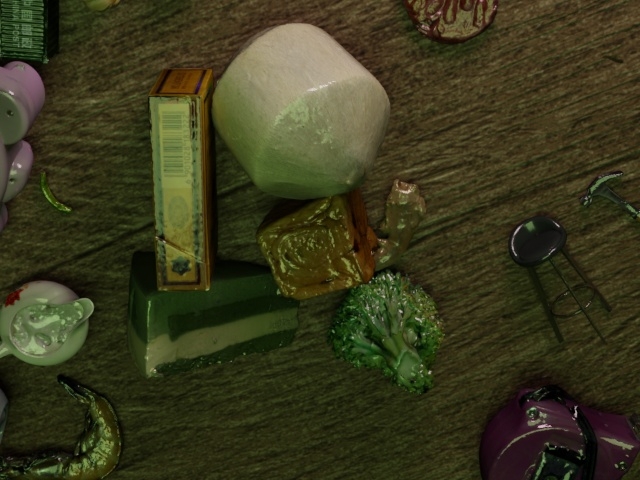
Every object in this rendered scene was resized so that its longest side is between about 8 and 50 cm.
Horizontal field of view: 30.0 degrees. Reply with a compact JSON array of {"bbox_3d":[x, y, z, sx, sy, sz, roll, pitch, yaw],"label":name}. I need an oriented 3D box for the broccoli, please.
[{"bbox_3d":[0.117,0.167,1.906,0.194,0.194,0.220,-30,113,10],"label":"broccoli"}]

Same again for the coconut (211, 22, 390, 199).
[{"bbox_3d":[-0.023,-0.174,1.739,0.266,0.237,0.237,46,108,30],"label":"coconut"}]

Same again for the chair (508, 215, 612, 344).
[{"bbox_3d":[0.391,0.068,1.921,0.104,0.095,0.221,-35,106,-1],"label":"chair"}]

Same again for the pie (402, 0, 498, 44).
[{"bbox_3d":[0.196,-0.368,1.798,0.154,0.036,0.154,0,109,1],"label":"pie"}]

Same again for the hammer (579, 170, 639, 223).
[{"bbox_3d":[0.518,-0.042,1.921,0.201,0.021,0.078,32,107,-11],"label":"hammer"}]

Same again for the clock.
[{"bbox_3d":[-0.583,-0.149,1.805,0.295,0.113,0.322,17,127,-3],"label":"clock"}]

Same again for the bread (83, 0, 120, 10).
[{"bbox_3d":[-0.340,-0.405,1.721,0.084,0.177,0.119,17,81,24],"label":"bread"}]

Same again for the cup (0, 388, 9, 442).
[{"bbox_3d":[-0.681,0.291,1.941,0.312,0.205,0.205,15,109,-6],"label":"cup"}]

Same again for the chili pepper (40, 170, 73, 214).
[{"bbox_3d":[-0.427,-0.074,1.912,0.030,0.017,0.083,-35,109,11],"label":"chili pepper"}]

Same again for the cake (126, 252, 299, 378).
[{"bbox_3d":[-0.172,0.128,1.905,0.283,0.172,0.158,5,112,-4],"label":"cake"}]

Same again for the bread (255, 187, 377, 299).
[{"bbox_3d":[0.000,0.000,1.859,0.158,0.143,0.149,-23,103,19],"label":"bread"}]

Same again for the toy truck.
[{"bbox_3d":[-0.452,-0.400,1.760,0.121,0.088,0.259,4,111,0],"label":"toy truck"}]

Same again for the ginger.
[{"bbox_3d":[0.117,-0.016,1.916,0.069,0.051,0.173,24,106,-5],"label":"ginger"}]

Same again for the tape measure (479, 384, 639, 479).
[{"bbox_3d":[0.389,0.365,1.997,0.231,0.149,0.245,18,109,-8],"label":"tape measure"}]

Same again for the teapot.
[{"bbox_3d":[-0.459,0.139,1.947,0.226,0.092,0.145,-32,104,12],"label":"teapot"}]

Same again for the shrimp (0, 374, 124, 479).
[{"bbox_3d":[-0.472,0.329,2.043,0.262,0.051,0.198,-6,102,0],"label":"shrimp"}]

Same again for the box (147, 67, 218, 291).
[{"bbox_3d":[-0.204,-0.096,1.810,0.084,0.193,0.301,0,110,0],"label":"box"}]
